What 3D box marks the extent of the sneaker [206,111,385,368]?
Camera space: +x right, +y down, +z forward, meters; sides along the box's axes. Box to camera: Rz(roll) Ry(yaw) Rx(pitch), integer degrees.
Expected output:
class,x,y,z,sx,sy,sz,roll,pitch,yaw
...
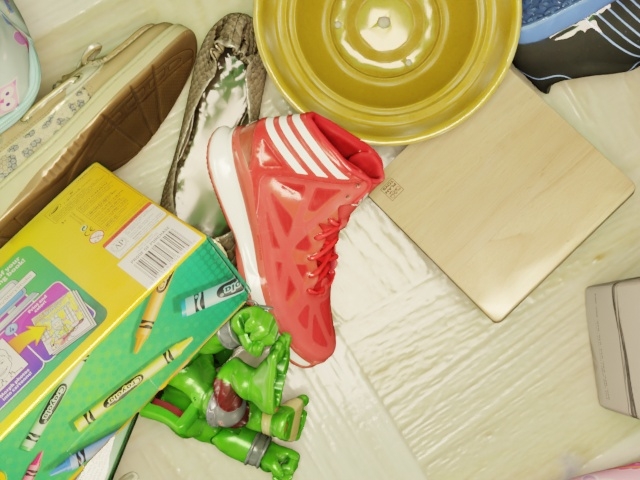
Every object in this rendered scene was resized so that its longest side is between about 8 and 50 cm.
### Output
class,x,y,z,sx,sy,sz,roll,pitch,yaw
sneaker,0.000,0.000,0.961,0.128,0.087,0.221,-13,114,22

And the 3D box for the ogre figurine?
class,x,y,z,sx,sy,sz,roll,pitch,yaw
ogre figurine,-0.080,0.120,0.970,0.118,0.197,0.097,10,65,17

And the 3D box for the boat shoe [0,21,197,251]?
class,x,y,z,sx,sy,sz,roll,pitch,yaw
boat shoe,-0.219,-0.090,0.977,0.089,0.104,0.285,39,72,16

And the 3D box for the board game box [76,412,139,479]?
class,x,y,z,sx,sy,sz,roll,pitch,yaw
board game box,-0.270,0.155,0.979,0.213,0.046,0.317,21,76,0

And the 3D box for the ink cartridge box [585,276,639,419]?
class,x,y,z,sx,sy,sz,roll,pitch,yaw
ink cartridge box,0.333,0.072,0.909,0.198,0.273,0.114,-8,87,-1

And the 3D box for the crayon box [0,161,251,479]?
class,x,y,z,sx,sy,sz,roll,pitch,yaw
crayon box,-0.209,0.083,0.894,0.278,0.081,0.165,-46,45,-13

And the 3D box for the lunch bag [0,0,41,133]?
class,x,y,z,sx,sy,sz,roll,pitch,yaw
lunch bag,-0.368,-0.174,0.952,0.224,0.108,0.279,-34,65,4

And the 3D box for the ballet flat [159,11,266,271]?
class,x,y,z,sx,sy,sz,roll,pitch,yaw
ballet flat,-0.088,-0.073,1.012,0.084,0.058,0.250,11,89,-1

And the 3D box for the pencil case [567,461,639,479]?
class,x,y,z,sx,sy,sz,roll,pitch,yaw
pencil case,0.283,0.244,0.982,0.284,0.124,0.124,-13,89,0

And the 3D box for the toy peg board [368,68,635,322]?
class,x,y,z,sx,sy,sz,roll,pitch,yaw
toy peg board,0.153,-0.035,1.016,0.161,0.079,0.160,-44,74,-1

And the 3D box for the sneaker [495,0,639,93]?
class,x,y,z,sx,sy,sz,roll,pitch,yaw
sneaker,0.265,-0.193,0.974,0.232,0.081,0.090,-16,134,25

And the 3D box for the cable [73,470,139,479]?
class,x,y,z,sx,sy,sz,roll,pitch,yaw
cable,-0.263,0.256,0.913,0.287,0.072,0.139,-45,84,-2

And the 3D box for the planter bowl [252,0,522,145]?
class,x,y,z,sx,sy,sz,roll,pitch,yaw
planter bowl,0.054,-0.187,0.996,0.217,0.090,0.217,0,94,1
